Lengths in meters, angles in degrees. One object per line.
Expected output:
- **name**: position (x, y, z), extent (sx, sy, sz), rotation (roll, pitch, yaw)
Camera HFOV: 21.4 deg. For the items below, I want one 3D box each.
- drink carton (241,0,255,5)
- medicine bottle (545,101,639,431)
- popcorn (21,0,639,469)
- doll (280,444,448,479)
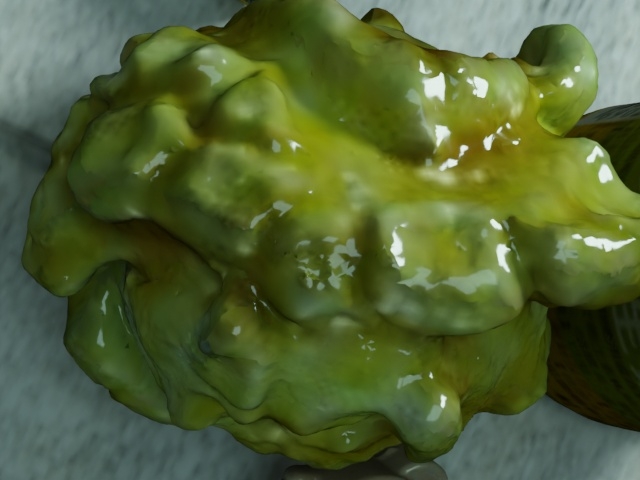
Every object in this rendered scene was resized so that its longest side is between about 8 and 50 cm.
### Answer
- **drink carton**: position (-0.005, -0.244, 1.060), extent (0.084, 0.074, 0.200), rotation (32, 81, -18)
- **medicine bottle**: position (0.274, 0.018, 1.002), extent (0.224, 0.384, 0.224), rotation (0, 90, -22)
- **popcorn**: position (0.009, 0.003, 0.956), extent (0.335, 0.279, 0.274), rotation (21, 44, -10)
- **doll**: position (-0.034, 0.233, 1.033), extent (0.278, 0.119, 0.154), rotation (-32, 115, -12)
